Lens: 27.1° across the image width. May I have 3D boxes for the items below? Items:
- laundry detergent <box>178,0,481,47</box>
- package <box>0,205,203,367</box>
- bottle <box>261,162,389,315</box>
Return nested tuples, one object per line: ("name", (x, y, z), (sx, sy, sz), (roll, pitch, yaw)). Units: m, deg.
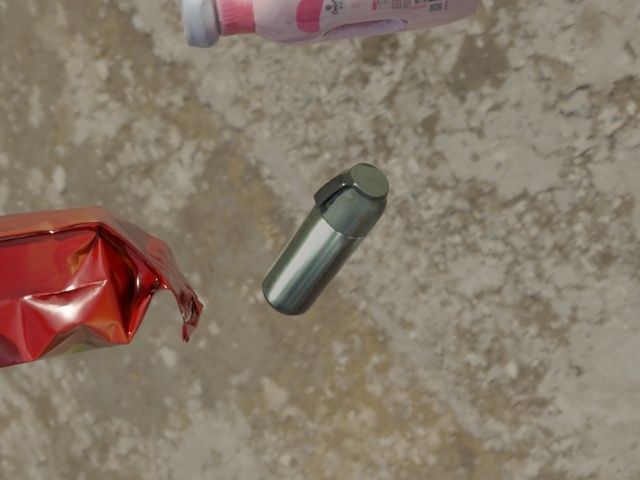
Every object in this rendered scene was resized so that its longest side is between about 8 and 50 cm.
("laundry detergent", (0.011, -0.277, 1.468), (0.159, 0.335, 0.088), (88, 170, -56))
("package", (-0.315, 0.051, 1.133), (0.196, 0.423, 0.123), (-142, 44, -77))
("bottle", (0.000, 0.000, 1.723), (0.254, 0.096, 0.079), (-53, 42, 41))
